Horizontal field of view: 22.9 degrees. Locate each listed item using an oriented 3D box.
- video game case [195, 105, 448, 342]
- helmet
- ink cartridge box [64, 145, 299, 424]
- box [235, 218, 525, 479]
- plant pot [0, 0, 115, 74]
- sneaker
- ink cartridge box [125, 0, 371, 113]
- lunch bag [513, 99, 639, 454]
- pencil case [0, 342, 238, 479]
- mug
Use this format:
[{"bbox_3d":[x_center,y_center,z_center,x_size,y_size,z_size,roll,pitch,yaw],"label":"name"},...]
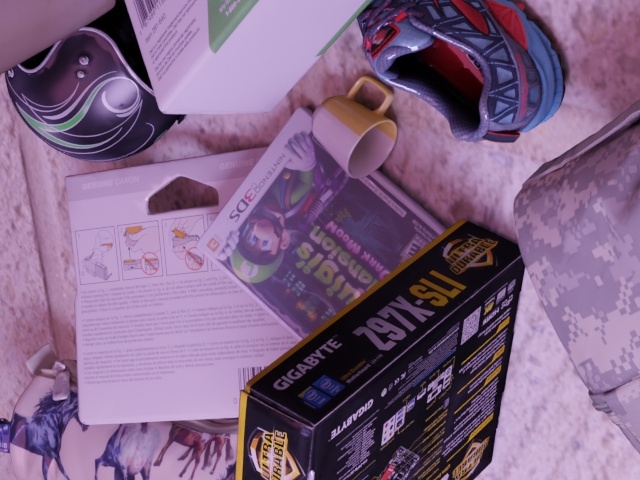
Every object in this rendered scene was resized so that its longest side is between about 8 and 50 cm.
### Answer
[{"bbox_3d":[0.000,0.000,1.470,0.190,0.022,0.173,42,106,15],"label":"video game case"},{"bbox_3d":[-0.219,-0.158,1.532,0.162,0.169,0.169,-26,96,30],"label":"helmet"},{"bbox_3d":[-0.117,0.049,1.589,0.296,0.066,0.261,-6,85,30],"label":"ink cartridge box"},{"bbox_3d":[0.053,0.161,1.359,0.079,0.322,0.257,27,131,27],"label":"box"},{"bbox_3d":[-0.337,-0.257,1.379,0.323,0.280,0.323,165,90,-82],"label":"plant pot"},{"bbox_3d":[0.079,-0.184,1.268,0.262,0.125,0.104,46,136,11],"label":"sneaker"},{"bbox_3d":[-0.081,-0.273,1.300,0.201,0.117,0.278,-43,60,47],"label":"ink cartridge box"},{"bbox_3d":[0.300,-0.002,1.103,0.256,0.212,0.305,50,142,-2],"label":"lunch bag"},{"bbox_3d":[-0.171,0.236,1.731,0.410,0.160,0.183,8,131,40],"label":"pencil case"},{"bbox_3d":[0.031,-0.104,1.424,0.064,0.078,0.062,40,169,29],"label":"mug"}]
